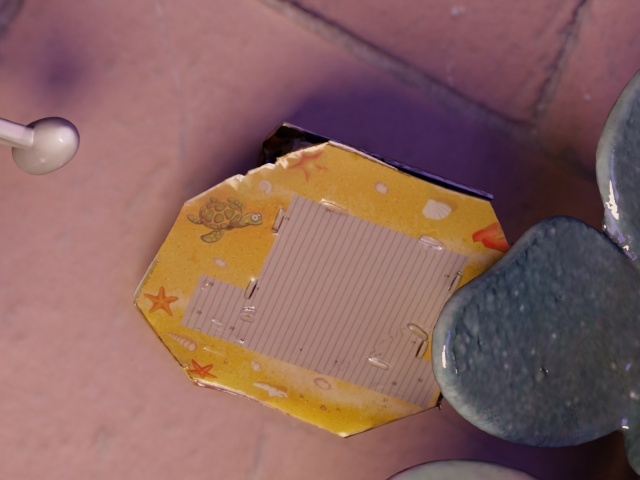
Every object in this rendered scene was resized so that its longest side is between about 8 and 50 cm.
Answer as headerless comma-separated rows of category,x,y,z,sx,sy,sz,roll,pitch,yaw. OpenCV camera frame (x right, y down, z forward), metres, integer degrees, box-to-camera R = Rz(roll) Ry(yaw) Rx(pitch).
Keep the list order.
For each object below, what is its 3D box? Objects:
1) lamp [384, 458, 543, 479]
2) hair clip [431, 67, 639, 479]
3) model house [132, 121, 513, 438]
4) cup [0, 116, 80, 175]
lamp,0.070,0.259,1.103,0.247,0.301,0.247,0,47,-6
hair clip,0.297,0.078,1.155,0.318,0.238,0.392,-61,138,-26
model house,0.000,0.000,1.178,0.219,0.136,0.207,18,119,-7
cup,-0.292,-0.077,1.014,0.300,0.173,0.167,9,84,-22
